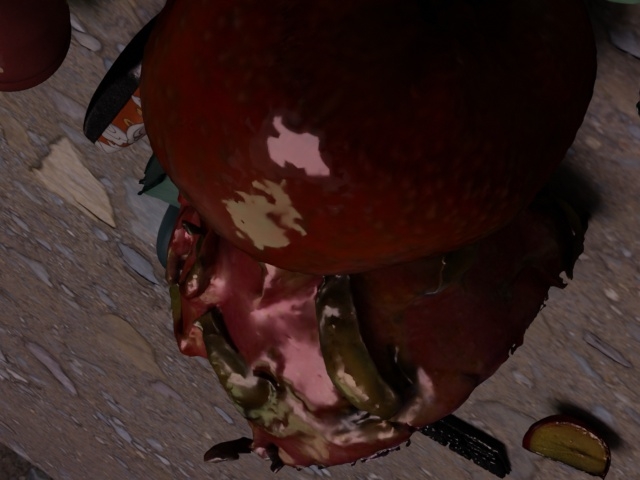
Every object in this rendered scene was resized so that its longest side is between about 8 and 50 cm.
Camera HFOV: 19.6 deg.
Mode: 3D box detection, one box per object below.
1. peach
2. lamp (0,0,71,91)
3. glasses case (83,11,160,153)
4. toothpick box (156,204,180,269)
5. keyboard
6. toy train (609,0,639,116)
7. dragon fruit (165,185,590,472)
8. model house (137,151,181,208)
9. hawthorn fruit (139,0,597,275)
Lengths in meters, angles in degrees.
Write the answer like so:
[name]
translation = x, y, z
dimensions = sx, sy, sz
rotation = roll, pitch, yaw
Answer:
[peach]
translation = 0.238, 0.193, 1.756
dimensions = 0.077, 0.050, 0.083
rotation = 25, 179, -32
[lamp]
translation = -0.295, -0.227, 1.699
dimensions = 0.182, 0.140, 0.182
rotation = 53, 167, 18
[glasses case]
translation = -0.152, -0.146, 1.653
dimensions = 0.067, 0.103, 0.267
rotation = 43, 160, -5
[toothpick box]
translation = -0.057, 0.015, 1.798
dimensions = 0.184, 0.120, 0.120
rotation = 30, 157, 19
[keyboard]
translation = 0.105, 0.193, 2.023
dimensions = 0.231, 0.023, 0.072
rotation = 28, 159, 28
[toy train]
translation = 0.224, -0.136, 0.975
dimensions = 0.154, 0.115, 0.269
rotation = 1, 139, 35
[dragon fruit]
translation = 0.000, 0.000, 1.416
dimensions = 0.263, 0.314, 0.296
rotation = 52, 156, -19
[model house]
translation = -0.073, -0.060, 1.704
dimensions = 0.149, 0.119, 0.148
rotation = 35, 160, -16
[hawthorn fruit]
translation = 0.015, -0.102, 1.198
dimensions = 0.300, 0.275, 0.275
rotation = -29, 114, 34
